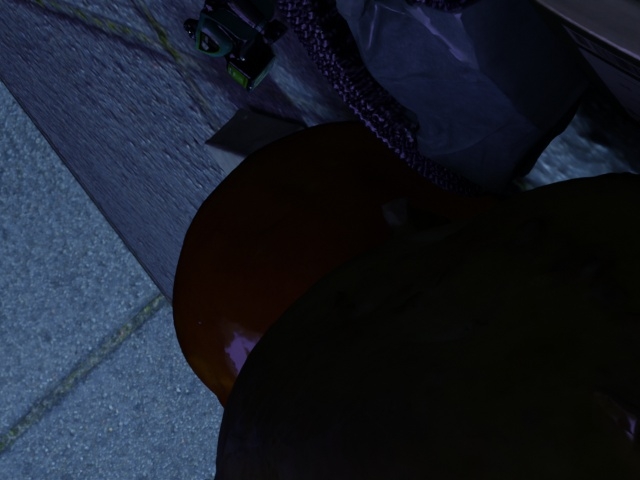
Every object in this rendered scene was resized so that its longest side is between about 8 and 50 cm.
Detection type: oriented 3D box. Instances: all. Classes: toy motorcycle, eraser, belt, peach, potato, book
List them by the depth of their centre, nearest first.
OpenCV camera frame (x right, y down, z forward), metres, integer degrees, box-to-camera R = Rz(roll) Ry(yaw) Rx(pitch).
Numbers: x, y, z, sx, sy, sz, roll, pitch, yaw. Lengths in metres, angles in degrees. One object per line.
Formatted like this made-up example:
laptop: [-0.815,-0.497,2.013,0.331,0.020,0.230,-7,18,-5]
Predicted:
book: [0.217,-0.053,0.590,0.202,0.027,0.264,33,-173,24]
potato: [0.109,0.130,0.713,0.319,0.386,0.442,13,173,-23]
belt: [0.060,-0.163,0.784,0.260,0.122,0.325,38,164,39]
peach: [0.026,0.067,1.092,0.342,0.301,0.343,41,162,16]
toy motorcycle: [-0.082,-0.211,1.138,0.100,0.058,0.173,38,165,1]
eraser: [0.000,0.000,1.402,0.144,0.078,0.343,22,151,52]
